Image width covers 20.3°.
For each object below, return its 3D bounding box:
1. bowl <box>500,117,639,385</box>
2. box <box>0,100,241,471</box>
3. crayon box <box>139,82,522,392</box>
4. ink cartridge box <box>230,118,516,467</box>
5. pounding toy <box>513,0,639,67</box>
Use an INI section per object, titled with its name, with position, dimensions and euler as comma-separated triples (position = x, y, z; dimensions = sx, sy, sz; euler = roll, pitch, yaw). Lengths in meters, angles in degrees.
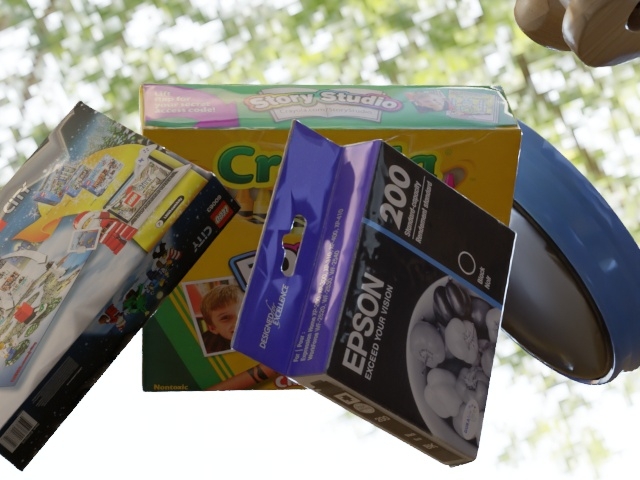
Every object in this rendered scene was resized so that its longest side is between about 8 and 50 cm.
[bowl]
position = 0.244, 0.011, 2.118
dimensions = 0.077, 0.391, 0.391
euler = -39, -154, -15
[box]
position = -0.185, 0.025, 1.232
dimensions = 0.159, 0.044, 0.233
euler = 29, -105, 41
[crayon box]
position = 0.000, 0.000, 1.794
dimensions = 0.362, 0.313, 0.106
euler = -1, -145, -7
[ink cartridge box]
position = 0.047, 0.034, 1.328
dimensions = 0.045, 0.208, 0.206
euler = -27, -139, 48
[pounding toy]
position = 0.156, -0.191, 0.876
dimensions = 0.154, 0.155, 0.269
euler = -12, 150, -45
